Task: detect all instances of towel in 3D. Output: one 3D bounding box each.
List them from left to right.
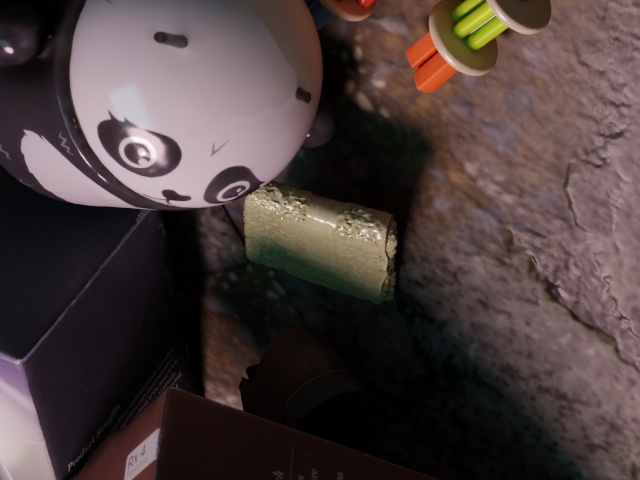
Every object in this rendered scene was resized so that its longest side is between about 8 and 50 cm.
[{"bbox_3d":[0.000,0.000,1.277,0.110,0.027,0.148,18,163,7],"label":"towel"}]

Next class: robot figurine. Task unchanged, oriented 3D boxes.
[{"bbox_3d":[-0.118,-0.102,1.205,0.278,0.209,0.173,4,121,56],"label":"robot figurine"}]

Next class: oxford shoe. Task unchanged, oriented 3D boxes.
[{"bbox_3d":[-0.021,0.139,1.419,0.096,0.083,0.227,58,149,29],"label":"oxford shoe"}]

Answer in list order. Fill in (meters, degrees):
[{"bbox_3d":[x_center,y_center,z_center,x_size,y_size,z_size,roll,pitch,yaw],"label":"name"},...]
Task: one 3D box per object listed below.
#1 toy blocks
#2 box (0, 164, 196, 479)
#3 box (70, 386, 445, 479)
[{"bbox_3d":[0.052,-0.143,1.166,0.123,0.054,0.148,51,135,-6],"label":"toy blocks"},{"bbox_3d":[-0.266,0.070,1.419,0.296,0.183,0.294,20,142,23],"label":"box"},{"bbox_3d":[0.016,0.247,1.292,0.381,0.143,0.191,22,140,-21],"label":"box"}]
